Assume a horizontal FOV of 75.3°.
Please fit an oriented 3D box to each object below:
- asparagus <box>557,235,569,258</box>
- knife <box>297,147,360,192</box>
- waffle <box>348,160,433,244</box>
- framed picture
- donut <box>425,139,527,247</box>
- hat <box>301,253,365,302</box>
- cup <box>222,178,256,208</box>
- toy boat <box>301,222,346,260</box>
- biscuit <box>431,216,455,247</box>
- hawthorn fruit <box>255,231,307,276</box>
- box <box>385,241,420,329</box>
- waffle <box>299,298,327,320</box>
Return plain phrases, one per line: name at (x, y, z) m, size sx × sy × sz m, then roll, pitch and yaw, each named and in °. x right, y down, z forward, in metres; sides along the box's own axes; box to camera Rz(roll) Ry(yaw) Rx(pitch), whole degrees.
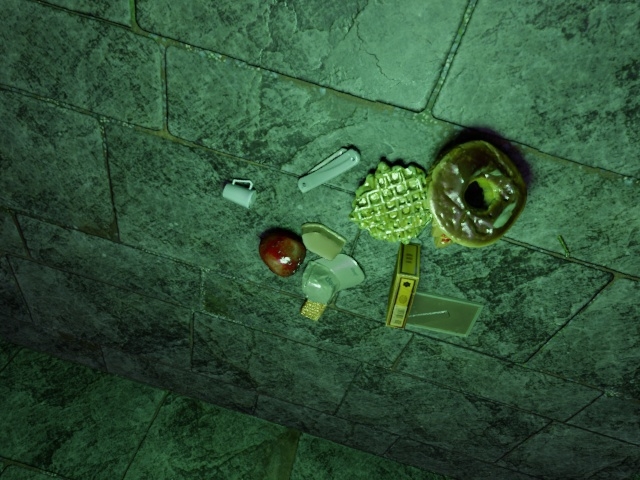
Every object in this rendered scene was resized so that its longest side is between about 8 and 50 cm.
asparagus at (0.874, 0.026, 1.490) m, size 0.114 × 0.014 × 0.015 m, roll 51°, pitch 157°, yaw -25°
knife at (0.025, -0.250, 1.466) m, size 0.266 × 0.040 × 0.073 m, roll -27°, pitch 107°, yaw 32°
waffle at (0.263, -0.122, 1.465) m, size 0.297 × 0.073 × 0.317 m, roll 26°, pitch 121°, yaw -8°
framed picture at (0.526, 0.326, 1.832) m, size 0.315 × 0.024 × 0.231 m, roll 11°, pitch 131°, yaw 4°
donut at (0.482, -0.151, 1.314) m, size 0.330 × 0.160 × 0.329 m, roll 0°, pitch 105°, yaw 0°
hat at (0.050, 0.175, 1.762) m, size 0.245 × 0.149 × 0.214 m, roll -15°, pitch 125°, yaw 38°
cup at (-0.304, -0.188, 1.591) m, size 0.116 × 0.074 × 0.104 m, roll 22°, pitch 108°, yaw 2°
toy boat at (0.000, 0.000, 1.667) m, size 0.188 × 0.061 × 0.116 m, roll 30°, pitch 131°, yaw -10°
biscuit at (0.472, -0.058, 1.459) m, size 0.212 × 0.041 × 0.239 m, roll -32°, pitch 136°, yaw 25°
hawthorn fruit at (-0.175, 0.044, 1.689) m, size 0.235 × 0.181 × 0.181 m, roll 28°, pitch 132°, yaw 9°
box at (0.325, 0.180, 1.646) m, size 0.084 × 0.192 × 0.301 m, roll 9°, pitch 131°, yaw 7°
waffle at (-0.030, 0.311, 1.951) m, size 0.103 × 0.042 × 0.148 m, roll 23°, pitch 131°, yaw -7°
